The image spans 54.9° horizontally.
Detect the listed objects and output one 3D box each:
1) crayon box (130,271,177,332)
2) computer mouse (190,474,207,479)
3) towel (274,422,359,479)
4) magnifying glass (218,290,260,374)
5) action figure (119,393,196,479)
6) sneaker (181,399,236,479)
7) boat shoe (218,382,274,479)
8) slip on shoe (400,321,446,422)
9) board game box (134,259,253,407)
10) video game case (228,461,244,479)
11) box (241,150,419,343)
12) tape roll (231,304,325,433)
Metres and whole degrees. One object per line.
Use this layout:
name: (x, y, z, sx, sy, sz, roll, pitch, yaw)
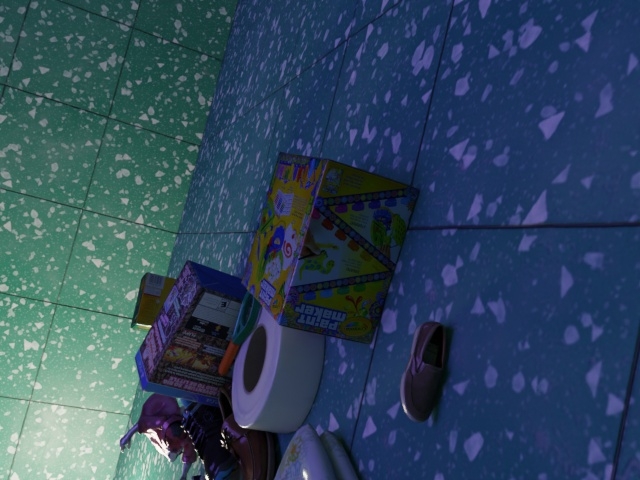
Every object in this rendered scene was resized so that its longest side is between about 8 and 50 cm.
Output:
crayon box: (-0.427, 0.216, 1.911, 0.081, 0.278, 0.165, -38, 41, 56)
computer mouse: (-0.276, 0.607, 1.488, 0.106, 0.042, 0.193, 66, 161, -5)
towel: (-0.016, 0.514, 0.936, 0.374, 0.090, 0.321, -128, 56, -64)
magnifying glass: (-0.182, 0.206, 1.379, 0.092, 0.026, 0.231, -111, 40, -58)
action figure: (-0.442, 0.587, 1.895, 0.276, 0.248, 0.370, -53, 12, -23)
sneaker: (-0.278, 0.474, 1.498, 0.125, 0.139, 0.341, -62, 18, 6)
boat shoe: (-0.172, 0.432, 1.352, 0.307, 0.104, 0.111, -118, 44, -62)
slip on shoe: (0.144, 0.175, 0.827, 0.041, 0.051, 0.135, -31, 39, 64)
board game box: (-0.272, 0.232, 1.489, 0.291, 0.232, 0.141, -59, 33, 11)
video game case: (-0.221, 0.626, 1.462, 0.227, 0.026, 0.206, -47, 34, 49)
box: (0.000, 0.000, 1.127, 0.290, 0.177, 0.279, 29, 103, 68)
tape roll: (-0.094, 0.255, 1.298, 0.286, 0.100, 0.286, -165, 90, -70)
